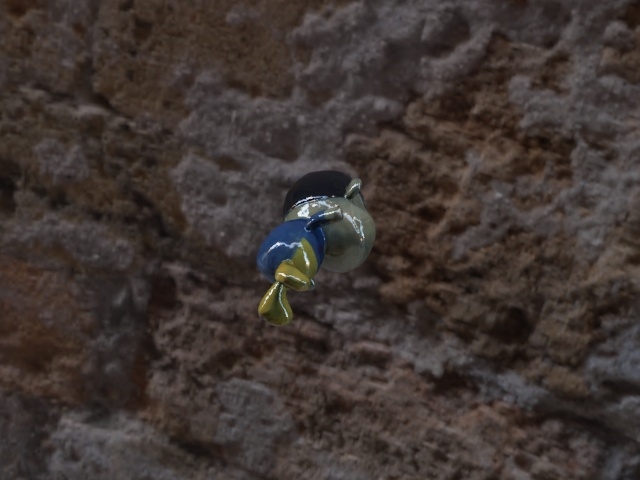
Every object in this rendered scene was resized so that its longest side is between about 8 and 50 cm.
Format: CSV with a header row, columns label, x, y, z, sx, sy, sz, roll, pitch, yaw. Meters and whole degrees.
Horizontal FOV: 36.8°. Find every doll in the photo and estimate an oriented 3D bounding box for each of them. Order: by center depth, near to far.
label,x,y,z,sx,sy,sz,roll,pitch,yaw
doll,0.000,0.000,0.816,0.088,0.102,0.179,25,45,-3
